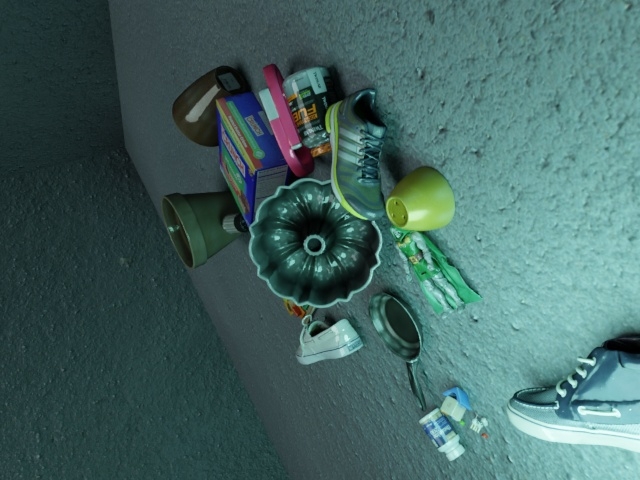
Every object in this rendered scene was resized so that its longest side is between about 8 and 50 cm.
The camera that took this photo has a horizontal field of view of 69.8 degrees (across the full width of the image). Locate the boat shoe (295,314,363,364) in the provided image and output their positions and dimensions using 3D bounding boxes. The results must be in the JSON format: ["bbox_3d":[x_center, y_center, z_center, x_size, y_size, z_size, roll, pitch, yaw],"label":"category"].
[{"bbox_3d":[-0.005,0.320,1.556,0.156,0.136,0.367,64,150,4],"label":"boat shoe"}]

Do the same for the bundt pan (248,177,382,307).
[{"bbox_3d":[-0.008,-0.002,1.166,0.124,0.331,0.330,-68,-38,-75],"label":"bundt pan"}]

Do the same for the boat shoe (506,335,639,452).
[{"bbox_3d":[0.436,0.230,0.726,0.341,0.127,0.158,-18,88,55],"label":"boat shoe"}]

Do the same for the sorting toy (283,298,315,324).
[{"bbox_3d":[-0.097,0.219,1.737,0.196,0.047,0.347,55,151,22],"label":"sorting toy"}]

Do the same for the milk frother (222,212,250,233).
[{"bbox_3d":[-0.281,-0.044,1.764,0.135,0.129,0.143,-3,102,49],"label":"milk frother"}]

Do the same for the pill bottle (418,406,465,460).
[{"bbox_3d":[0.317,0.503,1.191,0.120,0.067,0.067,54,151,22],"label":"pill bottle"}]

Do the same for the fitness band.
[{"bbox_3d":[-0.083,-0.307,1.183,0.209,0.054,0.290,-54,-55,-77],"label":"fitness band"}]

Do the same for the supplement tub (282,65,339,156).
[{"bbox_3d":[-0.008,-0.303,1.091,0.117,0.117,0.190,-8,104,62],"label":"supplement tub"}]

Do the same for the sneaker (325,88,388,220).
[{"bbox_3d":[0.086,-0.186,0.968,0.121,0.111,0.299,-34,63,55],"label":"sneaker"}]

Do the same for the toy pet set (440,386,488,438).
[{"bbox_3d":[0.341,0.403,1.105,0.114,0.065,0.122,38,166,-24],"label":"toy pet set"}]

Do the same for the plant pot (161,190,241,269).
[{"bbox_3d":[-0.472,-0.076,1.924,0.323,0.280,0.323,42,145,40],"label":"plant pot"}]

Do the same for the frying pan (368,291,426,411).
[{"bbox_3d":[0.232,0.273,1.183,0.326,0.053,0.197,57,152,14],"label":"frying pan"}]

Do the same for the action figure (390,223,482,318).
[{"bbox_3d":[0.224,0.057,0.987,0.232,0.063,0.137,55,140,2],"label":"action figure"}]

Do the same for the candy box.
[{"bbox_3d":[-0.206,-0.228,1.370,0.268,0.122,0.317,61,157,22],"label":"candy box"}]

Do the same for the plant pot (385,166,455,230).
[{"bbox_3d":[0.190,-0.073,0.936,0.134,0.095,0.134,42,145,40],"label":"plant pot"}]

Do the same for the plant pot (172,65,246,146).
[{"bbox_3d":[-0.345,-0.459,1.512,0.230,0.215,0.215,-30,84,49],"label":"plant pot"}]
